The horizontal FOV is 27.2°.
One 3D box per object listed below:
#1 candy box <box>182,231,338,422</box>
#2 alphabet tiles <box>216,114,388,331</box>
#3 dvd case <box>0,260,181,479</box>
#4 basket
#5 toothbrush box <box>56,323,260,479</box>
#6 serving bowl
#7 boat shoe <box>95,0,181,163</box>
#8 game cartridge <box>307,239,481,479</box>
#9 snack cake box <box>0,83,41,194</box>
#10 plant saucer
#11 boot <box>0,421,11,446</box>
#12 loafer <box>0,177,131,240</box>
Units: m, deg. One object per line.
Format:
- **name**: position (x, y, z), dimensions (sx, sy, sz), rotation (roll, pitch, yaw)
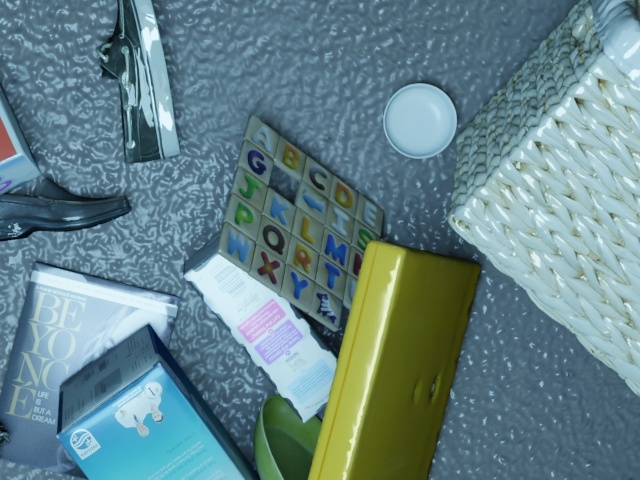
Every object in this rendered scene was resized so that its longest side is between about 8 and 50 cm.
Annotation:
- **candy box**: position (-0.058, 0.084, 1.398), dimensions (0.070, 0.165, 0.196), rotation (-39, 96, -2)
- **alphabet tiles**: position (0.000, 0.000, 1.387), dimensions (0.237, 0.198, 0.009), rotation (35, 132, -26)
- **dvd case**: position (-0.261, 0.149, 1.452), dimensions (0.165, 0.018, 0.221), rotation (15, 91, -7)
- **basket**: position (0.324, -0.060, 1.326), dimensions (0.331, 0.328, 0.266), rotation (42, 112, -9)
- **toothbrush box**: position (-0.136, 0.253, 1.361), dimensions (0.126, 0.216, 0.295), rotation (-36, 102, -4)
- **serving bowl**: position (0.109, -0.133, 1.474), dimensions (0.083, 0.027, 0.083), rotation (0, 94, -7)
- **boat shoe**: position (-0.202, -0.191, 1.411), dimensions (0.070, 0.078, 0.219), rotation (-11, 96, -7)
- **game cartridge**: position (0.075, 0.147, 1.346), dimensions (0.053, 0.324, 0.285), rotation (14, 91, 21)
- **snack cake box**: position (-0.445, -0.088, 1.365), dimensions (0.264, 0.089, 0.152), rotation (-25, 79, -5)
- **plant saucer**: position (0.003, 0.271, 1.385), dimensions (0.037, 0.241, 0.241), rotation (-38, 97, 12)
- **boot**: position (-0.399, 0.293, 1.403), dimensions (0.263, 0.091, 0.229), rotation (33, 89, -2)
- **loafer**: position (-0.290, -0.038, 1.418), dimensions (0.170, 0.062, 0.061), rotation (-8, 89, -7)
